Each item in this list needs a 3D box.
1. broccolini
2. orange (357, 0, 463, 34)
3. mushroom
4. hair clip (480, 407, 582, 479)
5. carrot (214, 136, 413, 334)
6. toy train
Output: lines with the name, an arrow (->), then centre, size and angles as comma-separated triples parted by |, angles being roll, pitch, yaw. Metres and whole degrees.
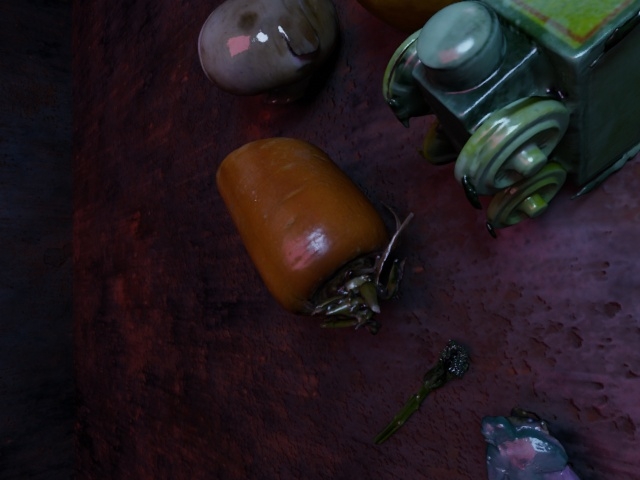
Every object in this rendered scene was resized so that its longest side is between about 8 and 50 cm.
broccolini -> 0.132, 0.218, 0.568 | 0.042, 0.044, 0.218 | 43, 124, 19
orange -> 0.140, -0.371, 0.440 | 0.279, 0.235, 0.279 | -10, 79, 60
mushroom -> -0.084, -0.323, 0.678 | 0.254, 0.254, 0.184 | 30, 144, 41
hair clip -> 0.257, 0.349, 0.414 | 0.095, 0.110, 0.359 | 115, 142, -78
carrot -> 0.000, 0.000, 0.592 | 0.331, 0.214, 0.193 | 59, 155, 32
toy train -> 0.184, -0.124, 0.371 | 0.188, 0.271, 0.159 | -41, 57, 16
